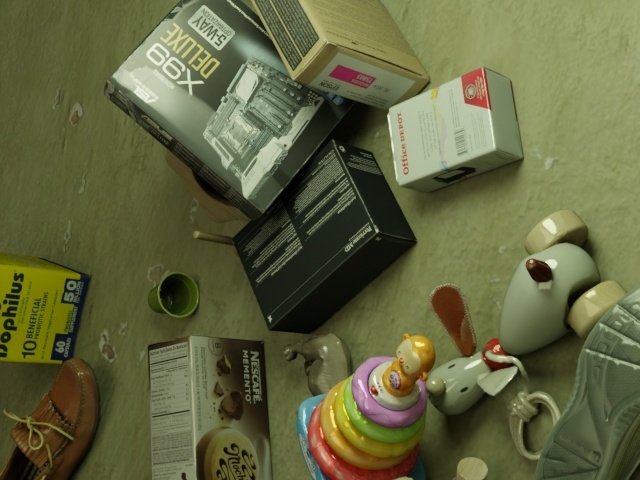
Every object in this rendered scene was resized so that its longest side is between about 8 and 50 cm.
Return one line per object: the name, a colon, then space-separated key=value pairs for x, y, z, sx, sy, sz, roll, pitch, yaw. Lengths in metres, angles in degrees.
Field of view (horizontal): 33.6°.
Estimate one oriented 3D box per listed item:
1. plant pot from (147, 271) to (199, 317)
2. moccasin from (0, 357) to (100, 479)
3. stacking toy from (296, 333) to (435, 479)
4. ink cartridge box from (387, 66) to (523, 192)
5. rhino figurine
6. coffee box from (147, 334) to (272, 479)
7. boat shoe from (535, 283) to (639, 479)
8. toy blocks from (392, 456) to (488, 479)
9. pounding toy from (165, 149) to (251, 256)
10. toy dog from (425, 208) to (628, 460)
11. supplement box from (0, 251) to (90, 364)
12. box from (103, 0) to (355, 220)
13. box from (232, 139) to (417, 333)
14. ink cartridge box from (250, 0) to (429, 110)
plant pot: x=-0.276 y=0.104 z=1.934 sx=0.079 sy=0.083 sz=0.083 roll=-17 pitch=70 yaw=55
moccasin: x=-0.552 y=0.396 z=2.088 sx=0.139 sy=0.147 sz=0.380 roll=49 pitch=116 yaw=37
stacking toy: x=0.088 y=0.220 z=1.423 sx=0.302 sy=0.166 sz=0.175 roll=114 pitch=141 yaw=-50
ink cartridge box: x=0.192 y=-0.156 z=1.528 sx=0.175 sy=0.072 sz=0.127 roll=-19 pitch=70 yaw=40
rhino figurine: x=0.020 y=0.255 z=1.621 sx=0.106 sy=0.073 sz=0.243 roll=-33 pitch=63 yaw=38
coffee box: x=-0.180 y=0.312 z=1.735 sx=0.119 sy=0.168 sz=0.297 roll=-17 pitch=70 yaw=41
boat shoe: x=0.374 y=0.189 z=1.284 sx=0.118 sy=0.103 sz=0.320 roll=30 pitch=100 yaw=41
toy blocks: x=0.153 y=0.484 z=1.389 sx=0.288 sy=0.309 sz=0.260 roll=-123 pitch=26 yaw=-47
pounding toy: x=-0.139 y=-0.087 z=1.731 sx=0.154 sy=0.269 sz=0.154 roll=-21 pitch=33 yaw=23
toy dog: x=0.244 y=0.112 z=1.370 sx=0.220 sy=0.161 sz=0.333 roll=37 pitch=108 yaw=41
supplement box: x=-0.675 y=0.125 z=2.109 sx=0.195 sy=0.357 sz=0.194 roll=14 pitch=93 yaw=44
box: x=-0.139 y=-0.221 z=1.635 sx=0.242 sy=0.307 sz=0.076 roll=-51 pitch=7 yaw=-18
box: x=0.000 y=0.000 z=1.664 sx=0.261 sy=0.103 sz=0.184 roll=-42 pitch=54 yaw=30
ink cartridge box: x=0.028 y=-0.307 z=1.600 sx=0.088 sy=0.235 sz=0.193 roll=-45 pitch=54 yaw=29
